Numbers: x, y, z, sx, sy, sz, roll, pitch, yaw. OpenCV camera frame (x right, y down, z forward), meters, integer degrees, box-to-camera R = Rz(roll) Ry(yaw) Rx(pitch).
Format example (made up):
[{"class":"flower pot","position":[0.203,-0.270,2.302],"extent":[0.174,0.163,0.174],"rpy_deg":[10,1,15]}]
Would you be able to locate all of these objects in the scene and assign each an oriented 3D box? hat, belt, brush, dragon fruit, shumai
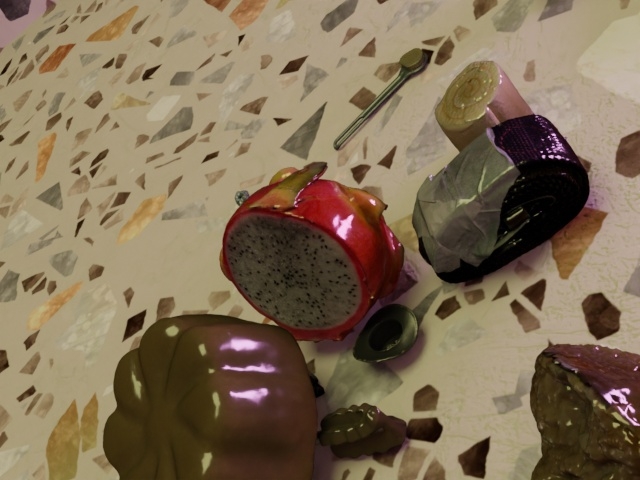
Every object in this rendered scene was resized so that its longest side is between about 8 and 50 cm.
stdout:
[{"class":"hat","position":[0.110,0.163,1.729],"extent":[0.121,0.050,0.121],"rpy_deg":[-22,42,21]},{"class":"belt","position":[0.276,-0.052,1.662],"extent":[0.289,0.184,0.164],"rpy_deg":[-38,42,20]},{"class":"brush","position":[0.116,-0.285,2.149],"extent":[0.266,0.027,0.062],"rpy_deg":[-47,37,0]},{"class":"dragon fruit","position":[0.000,0.000,1.802],"extent":[0.305,0.305,0.226],"rpy_deg":[-9,29,39]},{"class":"brush","position":[0.000,0.309,1.688],"extent":[0.301,0.084,0.071],"rpy_deg":[-19,46,39]},{"class":"shumai","position":[0.368,0.294,1.318],"extent":[0.346,0.217,0.283],"rpy_deg":[-153,70,-65]}]

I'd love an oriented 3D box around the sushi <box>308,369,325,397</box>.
[{"class":"sushi","position":[-0.059,0.239,1.803],"extent":[0.084,0.098,0.094],"rpy_deg":[-45,18,-5]}]

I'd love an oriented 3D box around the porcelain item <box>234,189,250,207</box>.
[{"class":"porcelain item","position":[-0.157,-0.080,2.223],"extent":[0.036,0.028,0.083],"rpy_deg":[-46,36,5]}]

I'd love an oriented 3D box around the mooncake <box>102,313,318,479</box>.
[{"class":"mooncake","position":[-0.189,0.297,1.687],"extent":[0.378,0.201,0.378],"rpy_deg":[-17,66,43]}]

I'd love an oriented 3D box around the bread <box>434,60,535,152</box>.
[{"class":"bread","position":[0.282,-0.211,1.829],"extent":[0.134,0.141,0.148],"rpy_deg":[-7,51,38]}]
